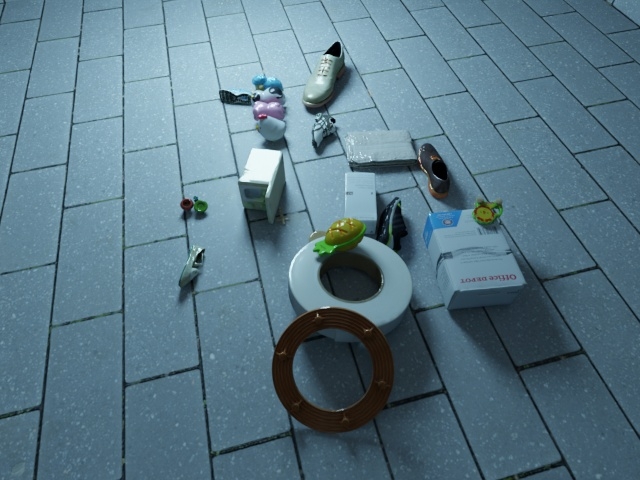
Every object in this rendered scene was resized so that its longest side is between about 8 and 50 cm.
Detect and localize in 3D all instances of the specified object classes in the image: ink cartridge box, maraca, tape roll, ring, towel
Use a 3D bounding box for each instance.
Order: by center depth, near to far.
[{"bbox_3d":[0.031,0.349,1.199,0.337,0.032,0.336,0,85,5],"label":"ring"},{"bbox_3d":[0.091,0.135,1.384,0.392,0.072,0.392,3,44,-3],"label":"tape roll"},{"bbox_3d":[0.061,-0.008,1.407,0.186,0.099,0.127,-32,24,-16],"label":"maraca"},{"bbox_3d":[0.486,0.056,1.440,0.223,0.129,0.307,-5,53,-4],"label":"ink cartridge box"},{"bbox_3d":[0.242,-0.377,1.806,0.282,0.049,0.187,-4,55,-2],"label":"towel"}]

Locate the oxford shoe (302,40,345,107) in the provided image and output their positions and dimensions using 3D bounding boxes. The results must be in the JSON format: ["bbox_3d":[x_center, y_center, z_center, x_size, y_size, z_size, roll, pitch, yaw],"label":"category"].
[{"bbox_3d":[0.009,-0.763,2.024,0.141,0.146,0.397,14,56,10],"label":"oxford shoe"}]

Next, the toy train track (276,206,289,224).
[{"bbox_3d":[-0.142,-0.093,1.628,0.048,0.014,0.083,-12,54,-8],"label":"toy train track"}]

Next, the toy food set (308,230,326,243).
[{"bbox_3d":[0.000,0.000,1.555,0.083,0.020,0.083,-21,56,-14],"label":"toy food set"}]

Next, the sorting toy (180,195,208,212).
[{"bbox_3d":[-0.467,-0.130,1.650,0.102,0.042,0.061,12,70,-5],"label":"sorting toy"}]

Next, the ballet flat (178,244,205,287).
[{"bbox_3d":[-0.425,0.085,1.481,0.052,0.057,0.168,11,55,-3],"label":"ballet flat"}]

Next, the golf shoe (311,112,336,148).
[{"bbox_3d":[0.014,-0.461,1.852,0.094,0.077,0.198,8,56,6],"label":"golf shoe"}]

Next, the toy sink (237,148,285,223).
[{"bbox_3d":[-0.218,-0.197,1.621,0.131,0.152,0.234,7,56,6],"label":"toy sink"}]

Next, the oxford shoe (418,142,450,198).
[{"bbox_3d":[0.447,-0.293,1.710,0.097,0.098,0.271,-7,55,-4],"label":"oxford shoe"}]

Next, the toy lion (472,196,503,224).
[{"bbox_3d":[0.548,-0.094,1.455,0.100,0.034,0.096,3,60,1],"label":"toy lion"}]

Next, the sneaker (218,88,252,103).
[{"bbox_3d":[-0.383,-0.661,2.023,0.162,0.063,0.073,10,37,3],"label":"sneaker"}]

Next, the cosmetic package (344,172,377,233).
[{"bbox_3d":[0.144,-0.137,1.613,0.117,0.085,0.231,0,53,2],"label":"cosmetic package"}]

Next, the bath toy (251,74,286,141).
[{"bbox_3d":[-0.233,-0.569,1.903,0.151,0.129,0.348,-27,50,24],"label":"bath toy"}]

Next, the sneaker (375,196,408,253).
[{"bbox_3d":[0.262,-0.047,1.566,0.097,0.084,0.234,27,57,-10],"label":"sneaker"}]
